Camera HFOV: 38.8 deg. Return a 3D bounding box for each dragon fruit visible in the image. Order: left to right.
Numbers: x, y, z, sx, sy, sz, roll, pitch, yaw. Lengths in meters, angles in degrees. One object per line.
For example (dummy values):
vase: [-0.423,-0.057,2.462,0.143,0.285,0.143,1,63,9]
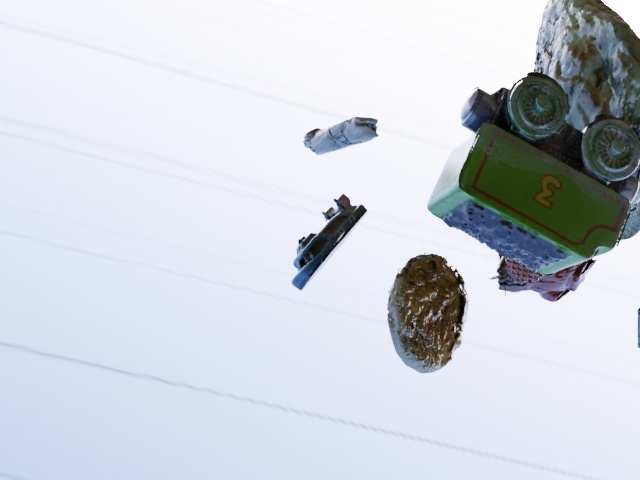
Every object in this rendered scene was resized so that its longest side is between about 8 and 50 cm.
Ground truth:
dragon fruit: [0.528,0.050,2.175,0.234,0.233,0.293,37,-115,21]

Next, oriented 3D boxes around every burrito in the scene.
burrito: [0.035,-0.211,1.836,0.064,0.064,0.203,-6,179,-38]

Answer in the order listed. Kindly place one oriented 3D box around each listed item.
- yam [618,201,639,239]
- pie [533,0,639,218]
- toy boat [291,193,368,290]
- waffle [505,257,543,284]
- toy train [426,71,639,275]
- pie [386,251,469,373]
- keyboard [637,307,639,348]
yam: [0.771,-0.131,2.223,0.133,0.133,0.330,32,-137,15]
pie: [0.471,-0.246,1.656,0.181,0.417,0.395,-2,-160,-13]
toy boat: [0.000,0.000,2.131,0.092,0.134,0.299,41,-139,1]
waffle: [0.415,0.048,1.845,0.083,0.075,0.029,60,-153,3]
toy train: [0.334,-0.093,1.385,0.307,0.173,0.248,28,-109,-7]
pie: [0.244,0.162,2.034,0.274,0.274,0.055,-13,-174,-43]
keyboard: [0.739,0.209,2.033,0.061,0.204,0.013,24,-110,30]
